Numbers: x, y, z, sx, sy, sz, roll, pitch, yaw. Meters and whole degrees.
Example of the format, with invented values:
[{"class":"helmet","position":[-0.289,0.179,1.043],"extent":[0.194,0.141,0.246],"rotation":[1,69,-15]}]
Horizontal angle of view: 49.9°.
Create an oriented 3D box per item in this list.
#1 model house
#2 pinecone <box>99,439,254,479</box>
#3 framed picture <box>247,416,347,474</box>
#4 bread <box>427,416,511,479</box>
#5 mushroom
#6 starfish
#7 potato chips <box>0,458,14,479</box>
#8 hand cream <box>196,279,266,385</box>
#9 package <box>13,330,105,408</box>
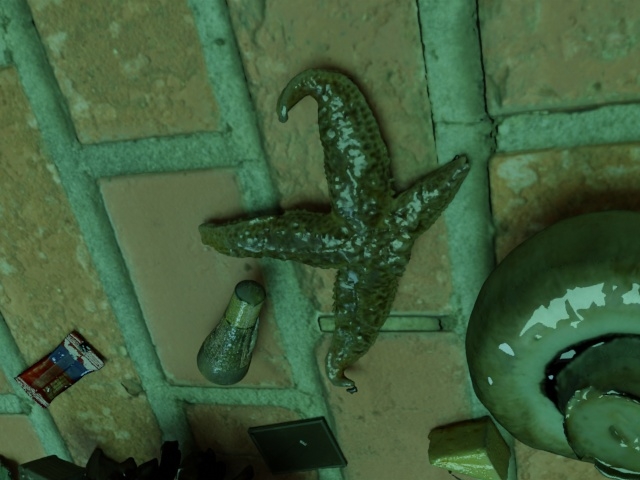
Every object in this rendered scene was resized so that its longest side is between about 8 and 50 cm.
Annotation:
[{"class":"model house","position":[-0.461,0.481,1.261],"extent":[0.122,0.229,0.188],"rotation":[-34,70,26]},{"class":"pinecone","position":[-0.235,0.518,1.129],"extent":[0.398,0.397,0.397],"rotation":[7,120,12]},{"class":"framed picture","position":[-0.040,0.357,1.187],"extent":[0.149,0.011,0.109],"rotation":[-14,113,23]},{"class":"bread","position":[0.224,0.333,1.052],"extent":[0.109,0.084,0.080],"rotation":[-21,109,25]},{"class":"mushroom","position":[0.341,0.136,0.805],"extent":[0.353,0.260,0.352],"rotation":[10,125,15]},{"class":"starfish","position":[0.000,0.000,0.938],"extent":[0.324,0.082,0.432],"rotation":[28,125,-4]},{"class":"potato chips","position":[-0.709,0.545,1.463],"extent":[0.167,0.059,0.228],"rotation":[9,121,0]},{"class":"hand cream","position":[-0.125,0.130,1.023],"extent":[0.084,0.084,0.203],"rotation":[26,132,1]},{"class":"package","position":[-0.472,0.237,1.238],"extent":[0.200,0.022,0.083],"rotation":[-35,105,28]}]
